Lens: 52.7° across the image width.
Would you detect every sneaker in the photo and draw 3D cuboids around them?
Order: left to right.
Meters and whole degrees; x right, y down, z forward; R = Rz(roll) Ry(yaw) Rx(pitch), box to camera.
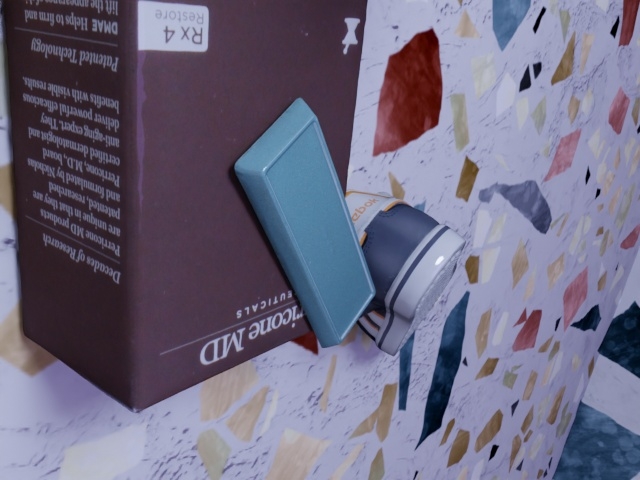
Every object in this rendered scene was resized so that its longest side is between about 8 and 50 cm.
[{"bbox_3d":[0.070,0.032,0.695,0.126,0.127,0.321,-52,165,-14],"label":"sneaker"}]

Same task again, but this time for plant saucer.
[{"bbox_3d":[0.000,0.000,0.440,0.067,0.018,0.192,-51,143,-26],"label":"plant saucer"}]

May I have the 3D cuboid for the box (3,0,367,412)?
[{"bbox_3d":[-0.080,-0.110,0.413,0.191,0.143,0.381,-18,122,-47],"label":"box"}]
